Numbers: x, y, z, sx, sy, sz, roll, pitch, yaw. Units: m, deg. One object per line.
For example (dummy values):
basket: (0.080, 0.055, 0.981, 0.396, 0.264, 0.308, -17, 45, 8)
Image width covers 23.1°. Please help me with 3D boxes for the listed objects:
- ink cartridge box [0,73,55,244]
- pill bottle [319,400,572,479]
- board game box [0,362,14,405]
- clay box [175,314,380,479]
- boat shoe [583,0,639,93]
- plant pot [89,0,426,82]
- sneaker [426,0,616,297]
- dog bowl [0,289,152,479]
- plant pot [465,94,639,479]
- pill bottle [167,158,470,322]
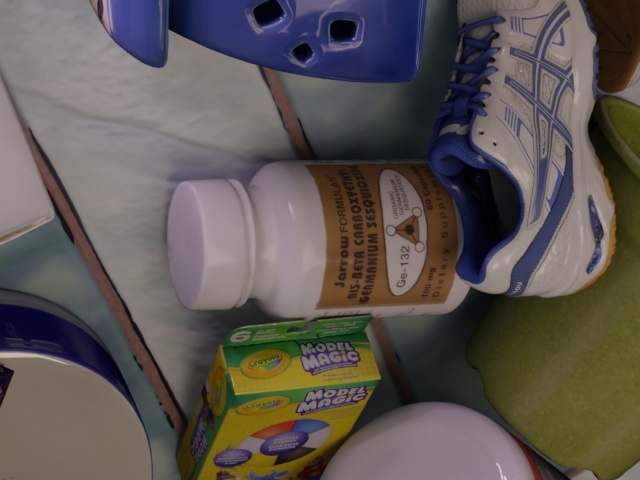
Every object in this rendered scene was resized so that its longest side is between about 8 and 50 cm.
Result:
ink cartridge box: (-0.281, -0.129, 0.988, 0.121, 0.289, 0.211, -24, 121, -10)
pill bottle: (0.160, 0.295, 1.394, 0.210, 0.210, 0.363, -46, 140, 3)
board game box: (-0.415, 0.120, 1.114, 0.346, 0.056, 0.208, 23, 101, -4)
clay box: (-0.036, 0.141, 1.304, 0.127, 0.053, 0.222, -5, 148, -21)
boat shoe: (0.290, -0.234, 1.257, 0.096, 0.098, 0.277, -25, 159, -28)
plant pot: (-0.057, -0.246, 1.067, 0.212, 0.236, 0.236, -4, 116, -15)
sneaker: (0.143, -0.102, 1.214, 0.131, 0.112, 0.297, -5, 79, -35)
dog bowl: (-0.272, 0.178, 1.252, 0.264, 0.104, 0.265, -10, 118, -18)
plant pot: (0.269, 0.059, 1.353, 0.276, 0.276, 0.254, 25, 115, -30)
pill bottle: (0.000, 0.000, 1.263, 0.229, 0.131, 0.131, -2, 115, -22)
